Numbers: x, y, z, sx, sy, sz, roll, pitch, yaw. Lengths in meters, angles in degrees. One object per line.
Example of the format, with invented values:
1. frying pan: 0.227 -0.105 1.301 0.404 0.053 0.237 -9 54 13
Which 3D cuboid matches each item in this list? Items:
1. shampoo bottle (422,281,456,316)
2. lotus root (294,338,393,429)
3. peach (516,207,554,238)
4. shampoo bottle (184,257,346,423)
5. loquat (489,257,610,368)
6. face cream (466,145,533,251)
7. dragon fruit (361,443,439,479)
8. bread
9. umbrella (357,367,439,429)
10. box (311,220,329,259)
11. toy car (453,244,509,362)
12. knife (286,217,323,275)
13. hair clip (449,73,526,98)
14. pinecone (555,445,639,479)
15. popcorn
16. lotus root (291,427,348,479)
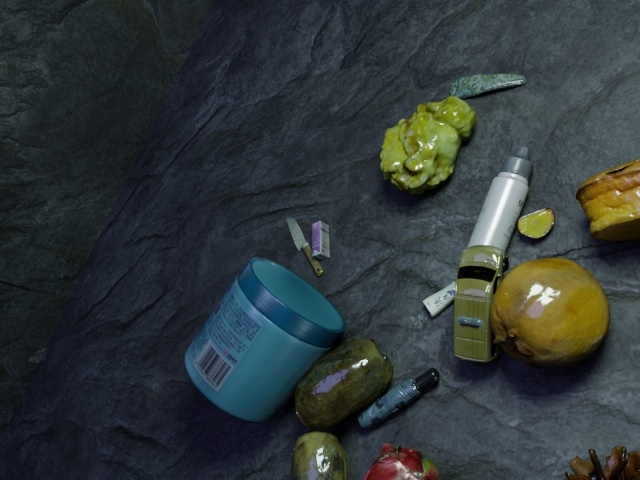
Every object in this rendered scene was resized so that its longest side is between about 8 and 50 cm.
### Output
1. shampoo bottle: 0.327 0.135 1.350 0.141 0.034 0.048 -41 44 18
2. lotus root: 0.052 0.369 1.373 0.275 0.152 0.160 -41 29 1
3. peach: 0.509 -0.046 1.260 0.078 0.050 0.083 28 101 19
4. shampoo bottle: -0.160 0.279 1.501 0.342 0.331 0.331 -53 46 9
5. loquat: 0.468 0.150 1.096 0.238 0.239 0.193 -67 16 -4
6. face cream: 0.448 -0.089 1.307 0.092 0.092 0.311 16 83 44
7. dragon fruit: 0.193 0.596 1.175 0.199 0.200 0.269 -26 95 23
8. bread: 0.657 -0.088 1.054 0.270 0.196 0.142 -16 70 39
9. umbrella: 0.193 0.394 1.332 0.250 0.052 0.053 -43 66 21
10. box: 0.000 0.000 1.686 0.036 0.051 0.117 -21 57 35
11. toy car: 0.358 0.142 1.206 0.101 0.124 0.256 5 101 34
12. knife: -0.060 0.014 1.755 0.047 0.017 0.297 -49 47 22
13. hair clip: 0.460 -0.438 1.496 0.229 0.036 0.065 5 81 42
14. pinecone: 0.512 0.472 0.922 0.203 0.201 0.229 -29 18 -2
15. popcorn: 0.280 -0.269 1.484 0.285 0.174 0.225 -59 38 2
16. lotus root: -0.002 0.613 1.335 0.154 0.154 0.277 -25 56 31
